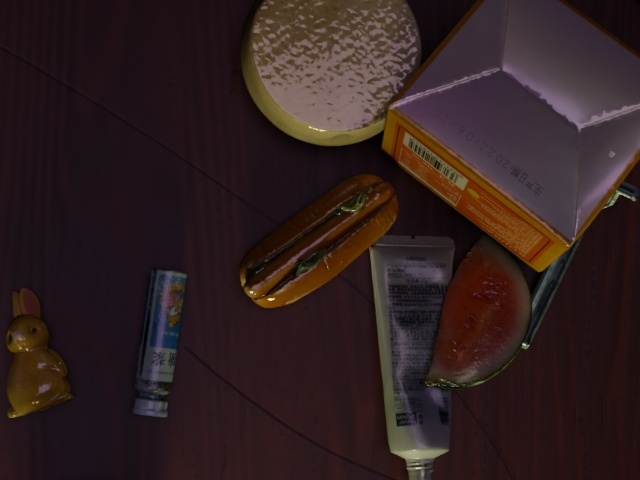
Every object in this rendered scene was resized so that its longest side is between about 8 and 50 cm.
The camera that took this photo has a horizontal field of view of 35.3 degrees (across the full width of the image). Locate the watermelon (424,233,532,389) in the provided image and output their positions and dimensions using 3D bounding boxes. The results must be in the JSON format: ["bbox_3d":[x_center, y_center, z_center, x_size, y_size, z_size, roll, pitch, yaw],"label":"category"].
[{"bbox_3d":[0.221,0.106,1.372,0.119,0.063,0.245,27,66,-4],"label":"watermelon"}]

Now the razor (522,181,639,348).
[{"bbox_3d":[0.341,0.025,1.432,0.111,0.056,0.278,27,87,6],"label":"razor"}]

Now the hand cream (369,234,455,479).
[{"bbox_3d":[0.129,0.159,1.376,0.124,0.078,0.341,1,76,-9],"label":"hand cream"}]

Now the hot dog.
[{"bbox_3d":[0.000,0.000,1.354,0.249,0.068,0.100,-37,86,-12],"label":"hot dog"}]

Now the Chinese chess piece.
[{"bbox_3d":[0.015,-0.253,1.371,0.250,0.097,0.251,1,84,-10],"label":"Chinese chess piece"}]

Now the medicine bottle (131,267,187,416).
[{"bbox_3d":[-0.211,0.132,1.313,0.051,0.051,0.191,8,84,-10],"label":"medicine bottle"}]

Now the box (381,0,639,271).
[{"bbox_3d":[0.268,-0.150,1.322,0.283,0.214,0.259,39,80,7],"label":"box"}]

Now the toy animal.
[{"bbox_3d":[-0.372,0.138,1.276,0.083,0.070,0.159,-15,82,-10],"label":"toy animal"}]
